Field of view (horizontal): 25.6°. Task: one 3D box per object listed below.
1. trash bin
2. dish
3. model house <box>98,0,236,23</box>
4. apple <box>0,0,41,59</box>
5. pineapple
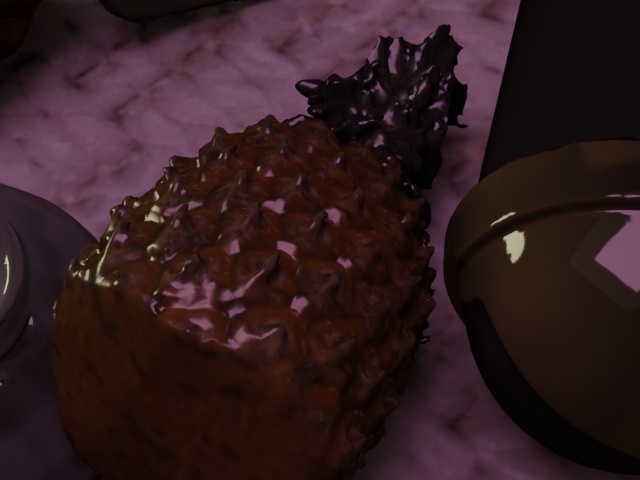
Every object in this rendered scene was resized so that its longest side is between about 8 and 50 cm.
[{"bbox_3d":[0.181,-0.020,0.800,0.214,0.214,0.333,2,52,11],"label":"trash bin"},{"bbox_3d":[-0.240,0.060,0.847,0.303,0.120,0.303,-1,52,1],"label":"dish"},{"bbox_3d":[-0.145,-0.306,1.029,0.173,0.268,0.239,-30,53,3],"label":"model house"},{"bbox_3d":[-0.316,-0.197,0.992,0.234,0.234,0.234,-4,57,7],"label":"apple"},{"bbox_3d":[0.000,0.000,0.829,0.202,0.202,0.362,21,46,21],"label":"pineapple"}]
